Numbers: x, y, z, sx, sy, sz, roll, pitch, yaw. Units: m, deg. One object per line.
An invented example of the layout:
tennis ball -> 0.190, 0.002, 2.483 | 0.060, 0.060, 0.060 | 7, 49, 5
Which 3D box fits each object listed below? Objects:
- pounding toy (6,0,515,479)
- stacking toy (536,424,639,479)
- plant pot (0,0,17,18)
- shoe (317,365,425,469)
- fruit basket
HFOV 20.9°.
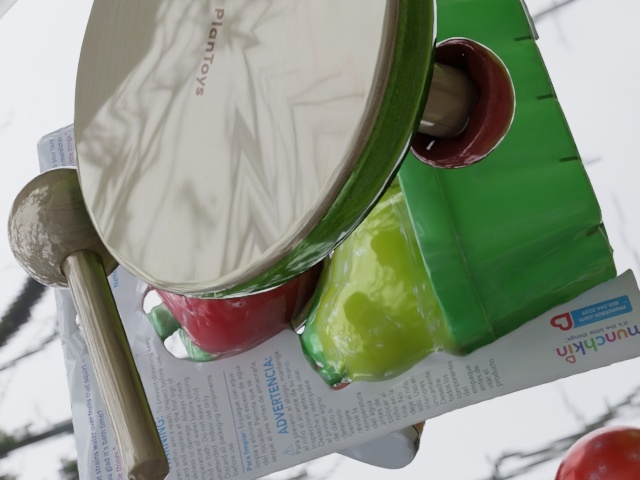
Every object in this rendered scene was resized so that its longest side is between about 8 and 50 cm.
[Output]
pounding toy -> -0.013, -0.039, 0.685 | 0.110, 0.237, 0.183 | 13, -152, -41
stacking toy -> 0.118, 0.229, 1.150 | 0.141, 0.330, 0.141 | 29, -146, -22
plant pot -> -0.228, -0.181, 0.874 | 0.212, 0.212, 0.187 | 48, -163, 4
shoe -> 0.001, 0.117, 1.381 | 0.081, 0.178, 0.063 | -65, -8, -50
fruit basket -> 0.000, 0.000, 1.103 | 0.165, 0.353, 0.327 | 54, -164, -50
